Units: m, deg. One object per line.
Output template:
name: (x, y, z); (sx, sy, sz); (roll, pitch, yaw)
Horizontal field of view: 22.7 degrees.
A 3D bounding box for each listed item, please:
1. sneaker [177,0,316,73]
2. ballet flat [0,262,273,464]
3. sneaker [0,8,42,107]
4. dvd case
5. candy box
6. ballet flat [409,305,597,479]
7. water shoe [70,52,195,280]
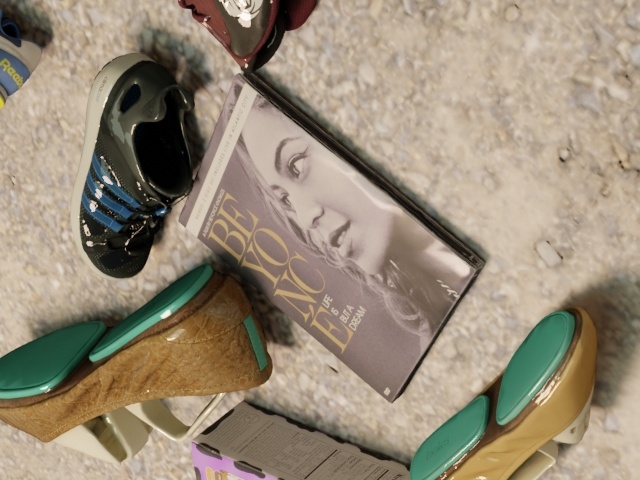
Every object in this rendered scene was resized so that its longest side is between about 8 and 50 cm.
sneaker: (-0.106, -0.177, 1.071); (0.281, 0.106, 0.162); (-10, 115, 45)
ballet flat: (-0.160, 0.119, 1.324); (0.342, 0.116, 0.124); (-24, 109, 42)
sneaker: (-0.272, -0.160, 1.268); (0.144, 0.059, 0.053); (41, 170, 35)
dvd case: (0.000, 0.000, 1.159); (0.221, 0.018, 0.164); (40, 137, 13)
candy box: (-0.001, 0.240, 1.283); (0.196, 0.070, 0.164); (17, 127, 33)
ballet flat: (0.142, 0.121, 1.093); (0.073, 0.080, 0.232); (25, 141, -12)
water shoe: (-0.140, -0.040, 1.204); (0.080, 0.073, 0.203); (36, 136, 34)
